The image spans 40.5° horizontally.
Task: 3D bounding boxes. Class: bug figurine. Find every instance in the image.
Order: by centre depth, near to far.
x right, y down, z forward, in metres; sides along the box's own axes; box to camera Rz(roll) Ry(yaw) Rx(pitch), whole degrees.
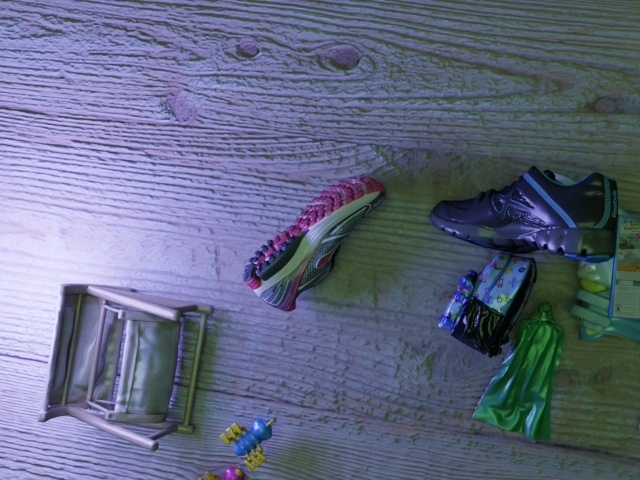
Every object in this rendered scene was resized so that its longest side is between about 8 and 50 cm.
[{"bbox_3d":[-0.100,0.464,1.590,0.216,0.072,0.279,-40,87,15],"label":"bug figurine"}]

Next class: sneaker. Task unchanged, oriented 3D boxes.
[{"bbox_3d":[0.335,-0.049,1.435,0.341,0.125,0.139,8,87,43],"label":"sneaker"},{"bbox_3d":[0.453,0.045,1.457,0.319,0.127,0.208,40,96,10],"label":"sneaker"},{"bbox_3d":[0.000,0.000,1.565,0.299,0.121,0.112,-41,111,7],"label":"sneaker"}]

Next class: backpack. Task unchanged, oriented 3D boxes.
[{"bbox_3d":[0.291,0.093,1.469,0.117,0.158,0.173,28,101,15],"label":"backpack"}]

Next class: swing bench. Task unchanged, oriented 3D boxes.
[{"bbox_3d":[-0.360,0.223,1.603,0.255,0.165,0.253,11,92,17],"label":"swing bench"}]

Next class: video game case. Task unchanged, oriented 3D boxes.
[{"bbox_3d":[0.527,0.045,1.386,0.119,0.015,0.166,4,93,3],"label":"video game case"}]

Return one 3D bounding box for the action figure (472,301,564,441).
[{"bbox_3d":[0.360,0.217,1.497,0.137,0.063,0.232,15,99,2],"label":"action figure"}]
